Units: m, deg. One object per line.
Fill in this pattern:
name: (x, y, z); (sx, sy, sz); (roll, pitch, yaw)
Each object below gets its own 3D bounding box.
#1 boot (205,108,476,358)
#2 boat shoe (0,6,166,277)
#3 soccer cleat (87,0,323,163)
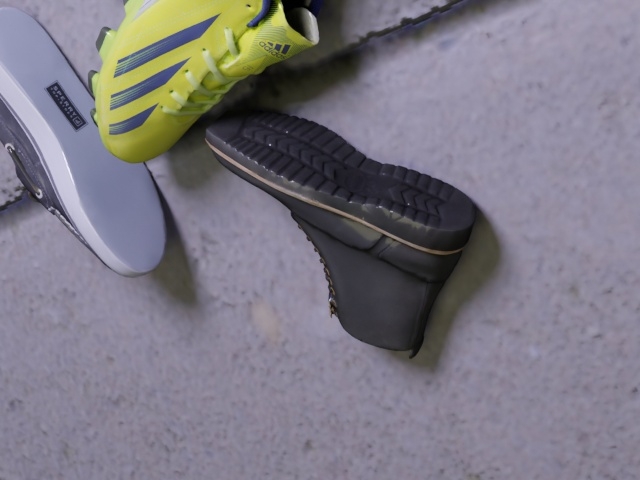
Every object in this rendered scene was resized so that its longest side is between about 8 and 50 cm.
boot: (0.000, 0.000, 1.058); (0.197, 0.077, 0.137); (27, 131, 15)
boat shoe: (-0.204, -0.065, 1.131); (0.076, 0.080, 0.228); (-29, 98, 43)
soccer cleat: (-0.066, -0.143, 0.997); (0.121, 0.093, 0.289); (41, 127, 10)
